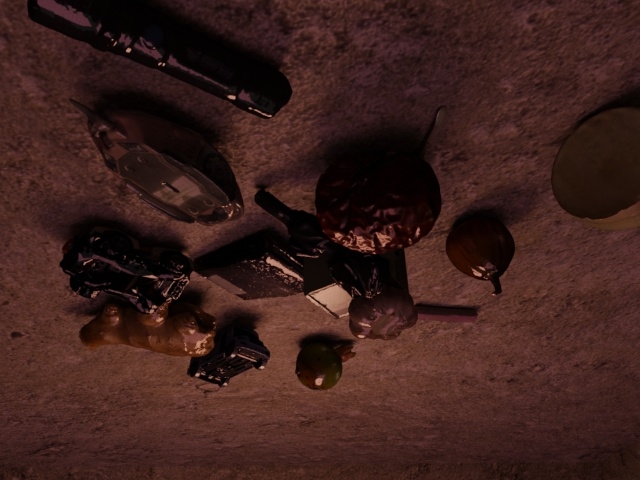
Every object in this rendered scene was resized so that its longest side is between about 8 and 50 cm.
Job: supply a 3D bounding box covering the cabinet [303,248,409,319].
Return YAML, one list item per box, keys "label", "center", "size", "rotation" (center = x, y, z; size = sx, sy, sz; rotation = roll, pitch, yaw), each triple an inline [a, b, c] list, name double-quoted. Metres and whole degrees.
- label: "cabinet"
  center: [0.084, 0.069, 1.588]
  size: [0.206, 0.150, 0.145]
  rotation: [-23, 138, 26]

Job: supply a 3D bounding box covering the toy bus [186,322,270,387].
- label: "toy bus"
  center: [-0.275, 0.340, 1.988]
  size: [0.125, 0.133, 0.292]
  rotation: [28, 138, -31]

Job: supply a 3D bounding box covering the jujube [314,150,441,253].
- label: "jujube"
  center: [0.117, -0.074, 1.311]
  size: [0.232, 0.213, 0.213]
  rotation: [-5, 149, 26]

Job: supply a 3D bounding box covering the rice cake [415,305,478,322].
- label: "rice cake"
  center: [0.369, 0.219, 1.953]
  size: [0.207, 0.036, 0.047]
  rotation: [6, 155, -15]

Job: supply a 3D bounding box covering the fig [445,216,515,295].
- label: "fig"
  center: [0.394, 0.028, 1.553]
  size: [0.149, 0.202, 0.148]
  rotation: [-50, 151, 4]

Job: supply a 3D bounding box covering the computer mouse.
- label: "computer mouse"
  center: [-0.297, -0.159, 1.246]
  size: [0.199, 0.115, 0.389]
  rotation: [-21, 132, 41]

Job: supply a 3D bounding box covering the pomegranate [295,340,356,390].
- label: "pomegranate"
  center: [0.014, 0.388, 2.090]
  size: [0.205, 0.159, 0.159]
  rotation: [-23, 151, -17]

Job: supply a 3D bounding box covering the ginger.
- label: "ginger"
  center: [-0.471, 0.239, 1.789]
  size: [0.376, 0.166, 0.236]
  rotation: [-3, 156, -12]

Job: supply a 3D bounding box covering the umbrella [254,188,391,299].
- label: "umbrella"
  center: [0.000, 0.000, 1.410]
  size: [0.340, 0.118, 0.118]
  rotation: [38, 140, 2]

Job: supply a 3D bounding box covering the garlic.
- label: "garlic"
  center: [0.137, 0.163, 1.512]
  size: [0.159, 0.102, 0.147]
  rotation: [-20, 127, 4]

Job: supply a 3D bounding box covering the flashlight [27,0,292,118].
- label: "flashlight"
  center: [-0.236, -0.301, 1.040]
  size: [0.424, 0.103, 0.103]
  rotation: [20, 140, -32]

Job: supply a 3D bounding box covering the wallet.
- label: "wallet"
  center: [-0.159, 0.077, 1.658]
  size: [0.262, 0.071, 0.221]
  rotation: [-17, 146, 31]

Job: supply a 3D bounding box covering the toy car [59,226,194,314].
- label: "toy car"
  center: [-0.455, 0.061, 1.556]
  size: [0.301, 0.118, 0.193]
  rotation: [24, 129, -34]

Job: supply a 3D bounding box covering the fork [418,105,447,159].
- label: "fork"
  center: [0.209, -0.188, 1.330]
  size: [0.034, 0.028, 0.219]
  rotation: [9, 141, -6]

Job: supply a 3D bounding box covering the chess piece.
- label: "chess piece"
  center: [0.692, -0.091, 1.365]
  size: [0.442, 0.234, 0.234]
  rotation: [19, 141, -38]
